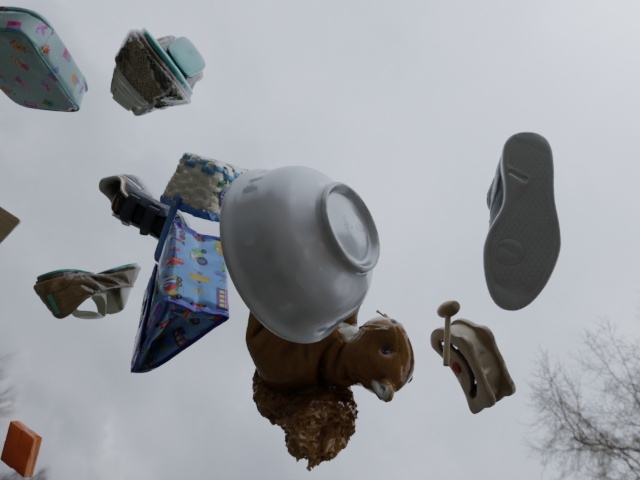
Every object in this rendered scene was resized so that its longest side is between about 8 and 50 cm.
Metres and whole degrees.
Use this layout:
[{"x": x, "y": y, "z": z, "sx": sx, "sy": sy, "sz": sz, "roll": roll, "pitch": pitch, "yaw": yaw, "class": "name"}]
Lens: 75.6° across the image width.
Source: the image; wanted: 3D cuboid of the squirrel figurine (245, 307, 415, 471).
[{"x": 0.027, "y": 0.308, "z": 0.982, "sx": 0.370, "sy": 0.281, "sz": 0.398, "roll": 13, "pitch": -93, "yaw": 23, "class": "squirrel figurine"}]

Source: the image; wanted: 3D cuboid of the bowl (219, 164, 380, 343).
[{"x": 0.000, "y": 0.000, "z": 0.644, "sx": 0.134, "sy": 0.298, "sz": 0.298, "roll": -23, "pitch": -77, "yaw": 33, "class": "bowl"}]

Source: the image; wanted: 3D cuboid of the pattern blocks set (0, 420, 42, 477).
[{"x": -0.485, "y": 0.337, "z": 0.515, "sx": 0.026, "sy": 0.285, "sz": 0.325, "roll": 78, "pitch": -11, "yaw": -66, "class": "pattern blocks set"}]

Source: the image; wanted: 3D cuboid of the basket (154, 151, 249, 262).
[{"x": -0.296, "y": -0.068, "z": 1.086, "sx": 0.201, "sy": 0.254, "sz": 0.289, "roll": 26, "pitch": -78, "yaw": 28, "class": "basket"}]

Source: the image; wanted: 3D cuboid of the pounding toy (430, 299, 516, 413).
[{"x": 0.319, "y": 0.280, "z": 0.980, "sx": 0.270, "sy": 0.154, "sz": 0.154, "roll": 69, "pitch": -22, "yaw": 9, "class": "pounding toy"}]

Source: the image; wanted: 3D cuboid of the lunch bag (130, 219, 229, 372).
[{"x": -0.335, "y": 0.143, "z": 0.920, "sx": 0.138, "sy": 0.221, "sz": 0.293, "roll": 23, "pitch": -55, "yaw": -33, "class": "lunch bag"}]

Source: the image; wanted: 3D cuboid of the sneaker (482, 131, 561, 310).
[{"x": 0.329, "y": -0.017, "z": 0.691, "sx": 0.104, "sy": 0.296, "sz": 0.147, "roll": 7, "pitch": -19, "yaw": 19, "class": "sneaker"}]

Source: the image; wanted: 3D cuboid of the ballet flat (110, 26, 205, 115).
[{"x": -0.371, "y": -0.367, "z": 0.931, "sx": 0.181, "sy": 0.483, "sz": 0.164, "roll": -33, "pitch": -64, "yaw": 7, "class": "ballet flat"}]

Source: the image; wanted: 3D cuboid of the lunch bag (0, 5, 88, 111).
[{"x": -0.764, "y": -0.463, "z": 1.061, "sx": 0.223, "sy": 0.108, "sz": 0.279, "roll": 6, "pitch": -26, "yaw": 3, "class": "lunch bag"}]

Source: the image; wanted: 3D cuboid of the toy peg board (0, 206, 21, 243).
[{"x": -0.651, "y": -0.020, "z": 0.718, "sx": 0.161, "sy": 0.161, "sz": 0.079, "roll": 41, "pitch": -19, "yaw": -20, "class": "toy peg board"}]

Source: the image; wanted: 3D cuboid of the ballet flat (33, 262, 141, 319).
[{"x": -0.537, "y": 0.126, "z": 1.002, "sx": 0.116, "sy": 0.342, "sz": 0.124, "roll": -18, "pitch": -91, "yaw": 1, "class": "ballet flat"}]

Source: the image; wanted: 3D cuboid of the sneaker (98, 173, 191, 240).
[{"x": -0.523, "y": -0.083, "z": 1.210, "sx": 0.321, "sy": 0.127, "sz": 0.126, "roll": 36, "pitch": -69, "yaw": 20, "class": "sneaker"}]
